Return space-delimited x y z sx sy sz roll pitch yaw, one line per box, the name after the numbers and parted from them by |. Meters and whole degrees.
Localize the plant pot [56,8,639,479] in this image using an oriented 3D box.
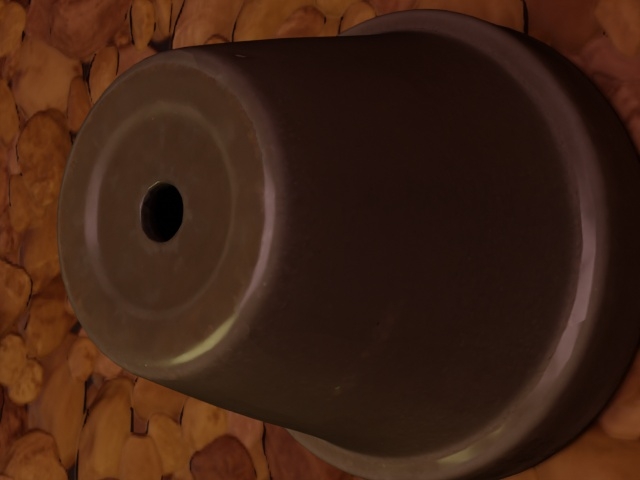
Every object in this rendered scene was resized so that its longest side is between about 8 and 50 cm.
0.000 0.000 0.668 0.263 0.229 0.263 -4 84 40 | plant pot
